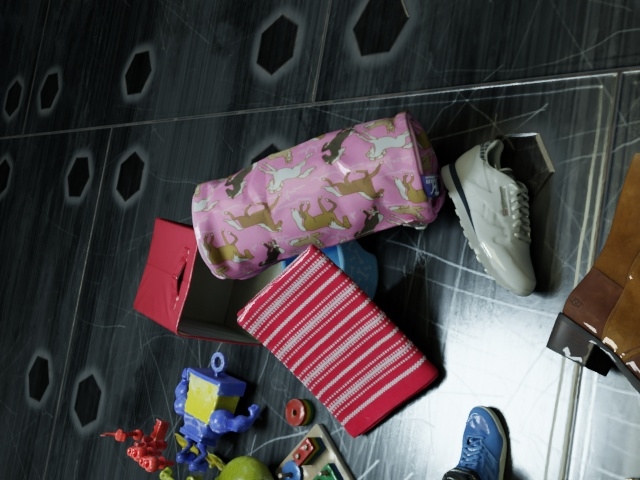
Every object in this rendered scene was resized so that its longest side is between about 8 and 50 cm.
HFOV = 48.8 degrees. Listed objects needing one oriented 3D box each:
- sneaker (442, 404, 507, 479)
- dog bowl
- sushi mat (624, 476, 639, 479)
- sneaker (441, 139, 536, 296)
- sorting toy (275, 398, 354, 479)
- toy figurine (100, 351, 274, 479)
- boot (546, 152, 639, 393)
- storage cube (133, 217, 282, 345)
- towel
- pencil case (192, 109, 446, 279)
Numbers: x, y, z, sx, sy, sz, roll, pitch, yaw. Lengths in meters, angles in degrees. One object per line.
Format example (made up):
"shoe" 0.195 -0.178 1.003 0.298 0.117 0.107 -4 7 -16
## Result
"sneaker" 0.202 0.297 0.938 0.058 0.085 0.152 -7 75 43
"dog bowl" 0.000 0.000 1.215 0.166 0.074 0.297 -27 63 36
"sushi mat" 0.379 0.416 0.729 0.151 0.019 0.316 131 140 -71
"sneaker" 0.250 -0.034 0.979 0.095 0.090 0.235 -32 60 23
"sorting toy" -0.015 0.400 1.151 0.132 0.046 0.274 -53 50 22
"toy figurine" -0.208 0.308 1.267 0.363 0.191 0.217 10 81 47
"boot" 0.428 0.053 0.803 0.264 0.096 0.280 29 93 51
"storage cube" -0.203 0.075 1.302 0.193 0.215 0.183 15 91 51
"towel" 0.021 0.160 1.076 0.275 0.031 0.199 46 118 -3
"pencil case" -0.007 -0.061 1.084 0.386 0.160 0.167 -17 55 15
